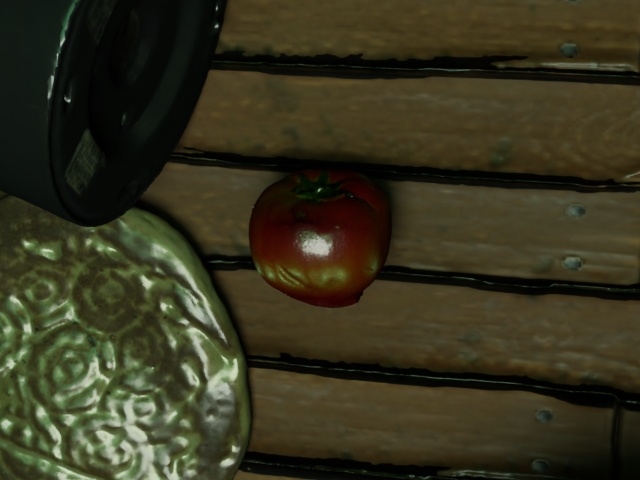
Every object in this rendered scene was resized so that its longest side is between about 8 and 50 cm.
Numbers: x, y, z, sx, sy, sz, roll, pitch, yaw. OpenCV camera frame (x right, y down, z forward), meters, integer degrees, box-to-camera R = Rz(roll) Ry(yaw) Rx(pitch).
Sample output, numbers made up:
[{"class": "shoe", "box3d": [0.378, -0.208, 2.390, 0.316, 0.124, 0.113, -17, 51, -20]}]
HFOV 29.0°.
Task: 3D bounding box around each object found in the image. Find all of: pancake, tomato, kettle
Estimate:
[{"class": "pancake", "box3d": [-0.163, 0.086, 0.790, 0.250, 0.031, 0.250, 2, 97, 12]}, {"class": "tomato", "box3d": [0.000, 0.000, 0.723, 0.087, 0.087, 0.075, 2, 125, 12]}, {"class": "kettle", "box3d": [-0.218, -0.182, 0.690, 0.308, 0.203, 0.262, 21, 102, 12]}]
